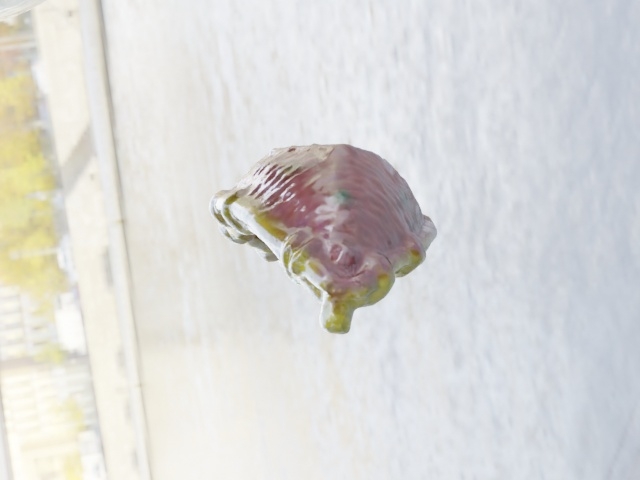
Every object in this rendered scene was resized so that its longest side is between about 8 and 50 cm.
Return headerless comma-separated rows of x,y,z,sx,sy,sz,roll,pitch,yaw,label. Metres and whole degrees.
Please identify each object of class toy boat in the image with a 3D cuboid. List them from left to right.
0.001,-0.006,0.762,0.318,0.141,0.099,-158,77,-86,toy boat

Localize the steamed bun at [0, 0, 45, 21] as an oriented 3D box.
-0.212,-0.293,0.662,0.334,0.334,0.374,95,171,-53,steamed bun
